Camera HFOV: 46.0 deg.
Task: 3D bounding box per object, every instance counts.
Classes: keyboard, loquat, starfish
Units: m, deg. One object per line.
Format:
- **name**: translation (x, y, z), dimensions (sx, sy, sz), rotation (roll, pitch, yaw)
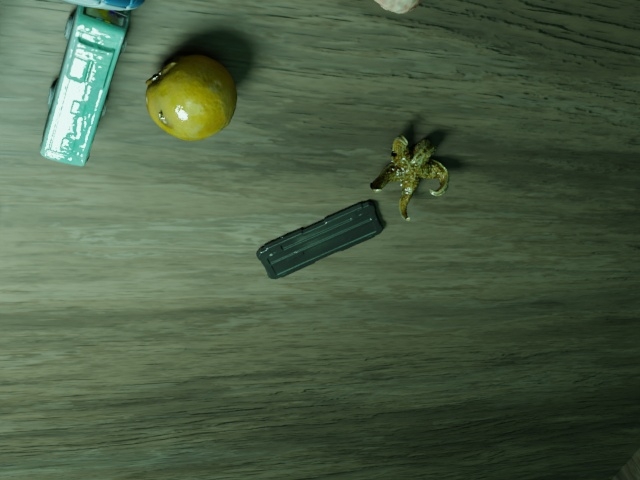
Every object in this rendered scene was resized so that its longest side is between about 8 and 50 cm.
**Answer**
- **keyboard**: translation (0.000, 0.000, 1.550), dimensions (0.262, 0.016, 0.106), rotation (-24, 136, 2)
- **loquat**: translation (-0.202, -0.221, 1.184), dimensions (0.141, 0.141, 0.141), rotation (-11, 135, -11)
- **starfish**: translation (0.164, -0.132, 1.445), dimensions (0.146, 0.074, 0.190), rotation (-30, 135, 7)

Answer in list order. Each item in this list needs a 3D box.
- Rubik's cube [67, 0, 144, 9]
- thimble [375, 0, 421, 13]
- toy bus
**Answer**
- **Rubik's cube**: translation (-0.293, -0.412, 0.982), dimensions (0.254, 0.254, 0.255), rotation (-11, 135, -11)
- **thimble**: translation (0.076, -0.435, 1.017), dimensions (0.239, 0.239, 0.162), rotation (18, 123, -33)
- **toy bus**: translation (-0.353, -0.240, 1.131), dimensions (0.091, 0.109, 0.262), rotation (12, 126, -22)
